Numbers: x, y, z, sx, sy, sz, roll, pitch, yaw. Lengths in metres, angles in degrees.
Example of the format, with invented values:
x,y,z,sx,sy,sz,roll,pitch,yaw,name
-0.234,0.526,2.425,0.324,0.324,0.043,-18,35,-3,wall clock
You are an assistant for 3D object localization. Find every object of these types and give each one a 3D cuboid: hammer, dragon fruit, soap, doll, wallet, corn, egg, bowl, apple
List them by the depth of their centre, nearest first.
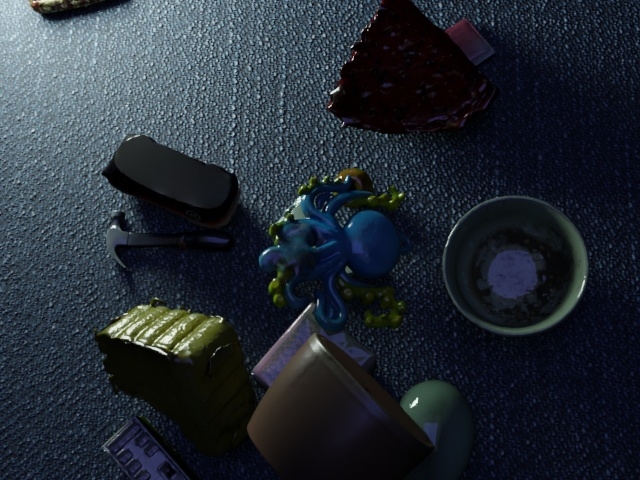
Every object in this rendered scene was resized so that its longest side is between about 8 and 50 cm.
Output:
x,y,z,sx,sy,sz,roll,pitch,yaw,name
0.214,0.387,1.731,0.168,0.168,0.230,11,74,10,egg
-0.010,0.264,1.810,0.182,0.138,0.199,38,81,14,soap
0.393,0.064,1.818,0.289,0.146,0.289,-2,75,7,bowl
0.038,0.031,1.831,0.341,0.099,0.346,-5,68,-16,doll
0.071,-0.114,1.946,0.090,0.074,0.089,-2,76,6,apple
0.212,-0.353,1.973,0.329,0.228,0.286,27,112,-5,dragon fruit
-0.336,0.005,1.979,0.290,0.037,0.137,2,73,8,hammer
0.272,-0.407,2.035,0.232,0.025,0.119,-34,74,-3,wallet
-0.601,-0.607,2.177,0.237,0.079,0.079,-10,73,0,corn

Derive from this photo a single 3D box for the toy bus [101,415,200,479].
x,y,z,sx,sy,sz,roll,pitch,yaw,name
-0.308,0.487,1.779,0.113,0.139,0.302,-44,72,-9,toy bus

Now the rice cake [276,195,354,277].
x,y,z,sx,sy,sz,roll,pitch,yaw,name
0.000,0.000,1.940,0.211,0.038,0.124,37,82,16,rice cake

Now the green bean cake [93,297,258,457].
x,y,z,sx,sy,sz,roll,pitch,yaw,name
-0.275,0.267,1.806,0.310,0.285,0.202,13,37,33,green bean cake

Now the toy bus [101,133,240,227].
x,y,z,sx,sy,sz,roll,pitch,yaw,name
-0.319,-0.127,1.959,0.303,0.147,0.127,22,77,11,toy bus

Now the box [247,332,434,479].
x,y,z,sx,sy,sz,roll,pitch,yaw,name
0.029,0.341,1.578,0.301,0.301,0.216,42,90,16,box
